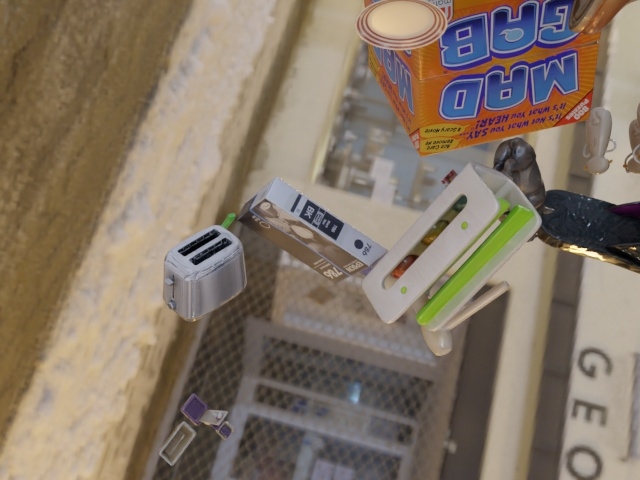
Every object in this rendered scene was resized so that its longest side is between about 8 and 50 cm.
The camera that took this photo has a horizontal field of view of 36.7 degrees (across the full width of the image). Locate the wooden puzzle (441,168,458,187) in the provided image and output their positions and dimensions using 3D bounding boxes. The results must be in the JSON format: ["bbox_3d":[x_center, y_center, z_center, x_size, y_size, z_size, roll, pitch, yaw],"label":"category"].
[{"bbox_3d":[0.328,-0.144,2.357,0.006,0.049,0.083,-40,-177,45],"label":"wooden puzzle"}]

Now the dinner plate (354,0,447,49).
[{"bbox_3d":[0.123,-0.335,1.475,0.141,0.141,0.017,97,-7,-70],"label":"dinner plate"}]

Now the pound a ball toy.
[{"bbox_3d":[0.212,0.032,1.571,0.319,0.208,0.135,-49,-131,25],"label":"pound a ball toy"}]

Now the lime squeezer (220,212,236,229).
[{"bbox_3d":[-0.284,0.043,2.515,0.110,0.059,0.310,-27,147,-27],"label":"lime squeezer"}]

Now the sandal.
[{"bbox_3d":[0.662,-0.018,1.995,0.107,0.446,0.167,115,-18,-57],"label":"sandal"}]

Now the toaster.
[{"bbox_3d":[-0.256,0.067,2.189,0.227,0.129,0.146,-31,143,-31],"label":"toaster"}]

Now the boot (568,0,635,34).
[{"bbox_3d":[0.465,-0.324,1.215,0.283,0.220,0.109,-54,-168,-6],"label":"boot"}]

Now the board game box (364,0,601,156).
[{"bbox_3d":[0.303,-0.439,1.889,0.356,0.357,0.356,-111,-169,-47],"label":"board game box"}]

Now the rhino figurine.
[{"bbox_3d":[0.351,-0.080,1.668,0.106,0.073,0.243,-62,142,-25],"label":"rhino figurine"}]

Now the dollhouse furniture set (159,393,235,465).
[{"bbox_3d":[-0.184,0.313,1.510,0.081,0.091,0.114,-7,-141,54],"label":"dollhouse furniture set"}]

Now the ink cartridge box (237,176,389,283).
[{"bbox_3d":[0.000,0.000,2.020,0.165,0.333,0.065,-33,-151,60],"label":"ink cartridge box"}]

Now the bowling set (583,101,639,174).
[{"bbox_3d":[0.719,-0.201,2.026,0.200,0.287,0.154,28,61,-41],"label":"bowling set"}]
